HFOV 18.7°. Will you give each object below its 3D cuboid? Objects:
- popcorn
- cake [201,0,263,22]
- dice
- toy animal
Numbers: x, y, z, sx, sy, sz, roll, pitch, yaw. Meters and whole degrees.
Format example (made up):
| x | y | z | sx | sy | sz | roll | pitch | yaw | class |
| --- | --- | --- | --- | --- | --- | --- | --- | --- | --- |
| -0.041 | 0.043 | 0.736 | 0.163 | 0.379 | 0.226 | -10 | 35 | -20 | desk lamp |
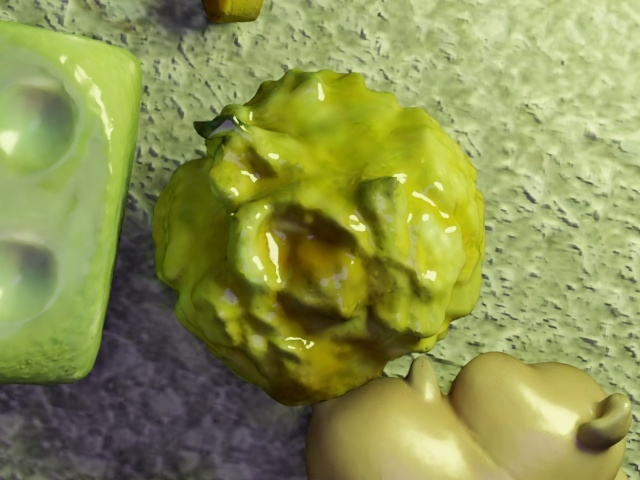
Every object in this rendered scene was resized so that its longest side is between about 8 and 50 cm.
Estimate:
| x | y | z | sx | sy | sz | roll | pitch | yaw | class |
| --- | --- | --- | --- | --- | --- | --- | --- | --- | --- |
| -0.001 | -0.009 | 1.437 | 0.249 | 0.249 | 0.225 | -22 | 127 | -5 | popcorn |
| -0.069 | -0.210 | 1.519 | 0.044 | 0.084 | 0.084 | 3 | 88 | -13 | cake |
| -0.266 | -0.035 | 1.410 | 0.250 | 0.254 | 0.252 | 10 | 91 | -4 | dice |
| 0.112 | 0.163 | 1.486 | 0.250 | 0.166 | 0.154 | -7 | 73 | 5 | toy animal |
